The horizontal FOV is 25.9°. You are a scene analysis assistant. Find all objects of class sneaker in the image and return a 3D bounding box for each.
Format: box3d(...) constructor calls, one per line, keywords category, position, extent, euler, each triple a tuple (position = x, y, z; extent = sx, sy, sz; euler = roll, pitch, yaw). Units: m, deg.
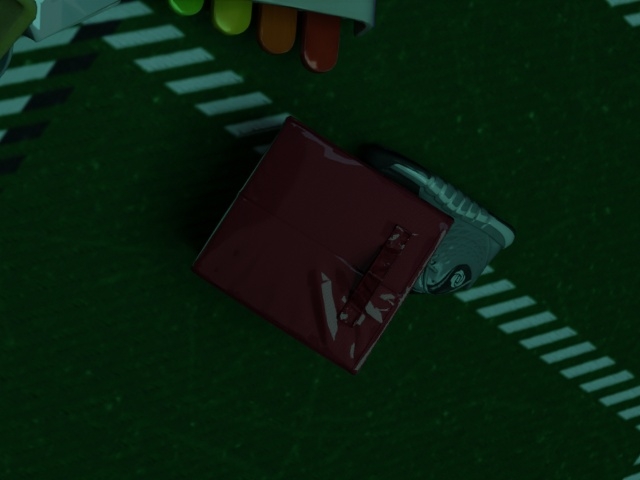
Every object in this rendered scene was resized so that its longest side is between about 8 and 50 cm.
box3d(category="sneaker", position=(0.113, -0.007, 1.573), extent=(0.229, 0.086, 0.132), euler=(31, 94, -32))

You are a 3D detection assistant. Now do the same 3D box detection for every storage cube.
box3d(category="storage cube", position=(0.000, 0.000, 1.418), extent=(0.193, 0.215, 0.183), euler=(32, 92, -2))

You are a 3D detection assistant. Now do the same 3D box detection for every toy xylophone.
box3d(category="toy xylophone", position=(-0.065, -0.311, 1.369), extent=(0.323, 0.081, 0.236), euler=(15, 81, -26))

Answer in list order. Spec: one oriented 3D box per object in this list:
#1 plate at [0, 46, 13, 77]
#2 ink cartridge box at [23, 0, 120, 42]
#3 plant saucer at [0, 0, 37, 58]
box3d(category="plate", position=(-0.340, -0.220, 1.230), extent=(0.024, 0.188, 0.188), euler=(-48, 127, -40))
box3d(category="ink cartridge box", position=(-0.281, -0.297, 1.228), extent=(0.093, 0.160, 0.219), euler=(-31, 118, -16))
box3d(category="plant saucer", position=(-0.452, -0.192, 1.150), extent=(0.333, 0.081, 0.333), euler=(23, 136, -31))
